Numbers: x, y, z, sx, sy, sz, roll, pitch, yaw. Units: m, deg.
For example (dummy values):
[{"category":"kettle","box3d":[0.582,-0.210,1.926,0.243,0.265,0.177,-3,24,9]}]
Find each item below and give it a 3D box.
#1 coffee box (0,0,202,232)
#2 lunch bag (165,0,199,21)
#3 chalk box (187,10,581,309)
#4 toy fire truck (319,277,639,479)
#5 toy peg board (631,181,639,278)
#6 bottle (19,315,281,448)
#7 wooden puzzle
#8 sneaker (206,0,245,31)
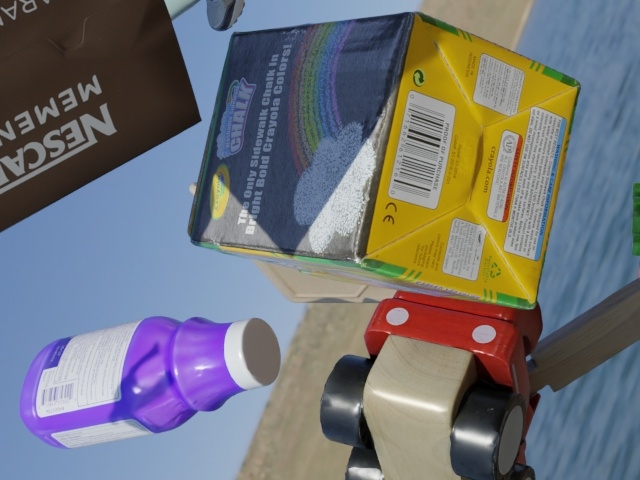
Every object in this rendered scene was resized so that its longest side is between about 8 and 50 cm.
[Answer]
[{"category":"coffee box","box3d":[-0.180,-0.107,0.502,0.141,0.246,0.098,-32,-45,-17]},{"category":"lunch bag","box3d":[-0.194,-0.255,1.014,0.223,0.160,0.262,-33,28,20]},{"category":"chalk box","box3d":[0.018,-0.044,0.674,0.213,0.132,0.132,8,85,54]},{"category":"toy fire truck","box3d":[0.134,0.093,0.813,0.246,0.158,0.217,-60,-32,-35]},{"category":"toy peg board","box3d":[0.382,0.018,1.294,0.161,0.079,0.161,-69,-22,-52]},{"category":"bottle","box3d":[-0.172,0.135,1.171,0.092,0.282,0.118,48,-141,-38]},{"category":"wooden puzzle","box3d":[0.000,0.000,1.287,0.221,0.238,0.044,52,-127,-42]},{"category":"sneaker","box3d":[-0.112,-0.276,1.179,0.058,0.052,0.135,-21,-55,-38]}]
